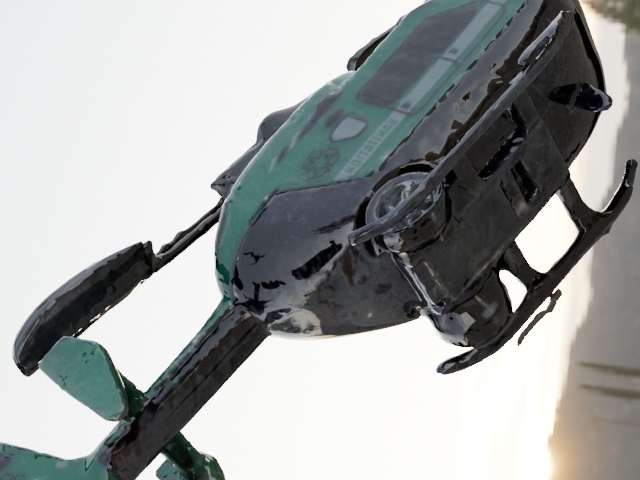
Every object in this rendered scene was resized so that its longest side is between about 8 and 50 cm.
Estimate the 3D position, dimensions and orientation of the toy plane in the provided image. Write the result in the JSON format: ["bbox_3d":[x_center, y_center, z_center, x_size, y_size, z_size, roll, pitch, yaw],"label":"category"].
[{"bbox_3d":[0.000,0.000,0.588,0.382,0.155,0.106,-48,-48,-12],"label":"toy plane"}]
